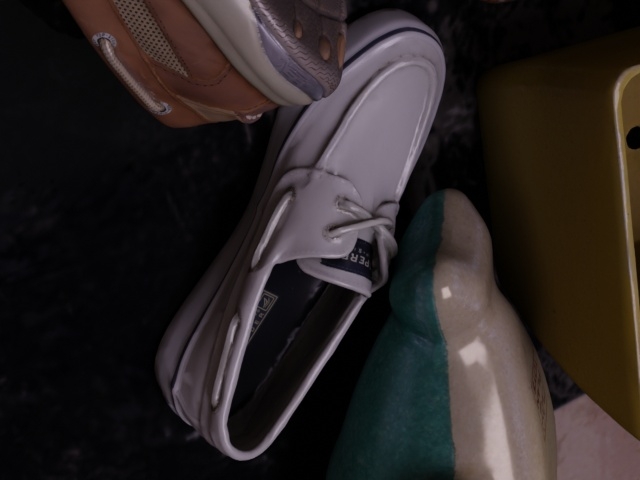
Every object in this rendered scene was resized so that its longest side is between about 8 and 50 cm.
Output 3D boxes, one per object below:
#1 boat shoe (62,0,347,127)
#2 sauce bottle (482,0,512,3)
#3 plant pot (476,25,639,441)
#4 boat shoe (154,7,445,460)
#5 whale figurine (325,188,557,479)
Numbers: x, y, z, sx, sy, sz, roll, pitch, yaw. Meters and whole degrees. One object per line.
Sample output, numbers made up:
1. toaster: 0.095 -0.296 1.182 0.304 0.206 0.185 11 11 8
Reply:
1. boat shoe: -0.116 -0.173 0.761 0.116 0.123 0.324 -23 116 28
2. sauce bottle: 0.099 -0.197 0.942 0.042 0.042 0.128 -17 120 -25
3. plant pot: 0.205 -0.034 0.989 0.212 0.187 0.212 -18 112 -25
4. boat shoe: 0.000 0.000 0.952 0.096 0.088 0.267 29 97 -39
5. whale figurine: 0.063 0.107 1.009 0.141 0.216 0.272 -4 123 13
